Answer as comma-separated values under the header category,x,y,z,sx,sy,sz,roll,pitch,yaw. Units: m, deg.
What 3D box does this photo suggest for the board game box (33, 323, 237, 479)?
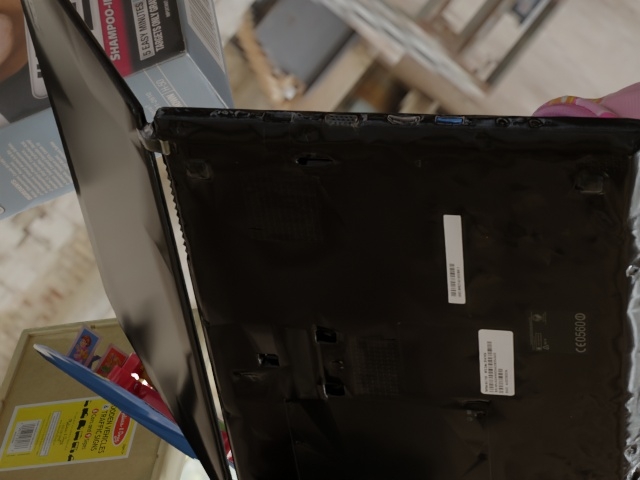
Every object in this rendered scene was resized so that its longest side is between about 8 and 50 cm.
category,x,y,z,sx,sy,sz,roll,pitch,yaw
board game box,-0.079,0.092,0.905,0.169,0.033,0.133,38,166,-27

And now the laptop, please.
category,x,y,z,sx,sy,sz,roll,pitch,yaw
laptop,0.000,0.000,0.658,0.264,0.136,0.234,2,135,12

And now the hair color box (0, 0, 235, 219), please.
category,x,y,z,sx,sy,sz,roll,pitch,yaw
hair color box,-0.274,-0.132,1.422,0.113,0.374,0.185,53,-161,-52

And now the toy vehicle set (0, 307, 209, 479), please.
category,x,y,z,sx,sy,sz,roll,pitch,yaw
toy vehicle set,-0.188,0.160,1.284,0.267,0.166,0.035,-79,-22,-51

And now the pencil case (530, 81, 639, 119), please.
category,x,y,z,sx,sy,sz,roll,pitch,yaw
pencil case,0.222,-0.021,0.671,0.124,0.284,0.124,171,90,-72
